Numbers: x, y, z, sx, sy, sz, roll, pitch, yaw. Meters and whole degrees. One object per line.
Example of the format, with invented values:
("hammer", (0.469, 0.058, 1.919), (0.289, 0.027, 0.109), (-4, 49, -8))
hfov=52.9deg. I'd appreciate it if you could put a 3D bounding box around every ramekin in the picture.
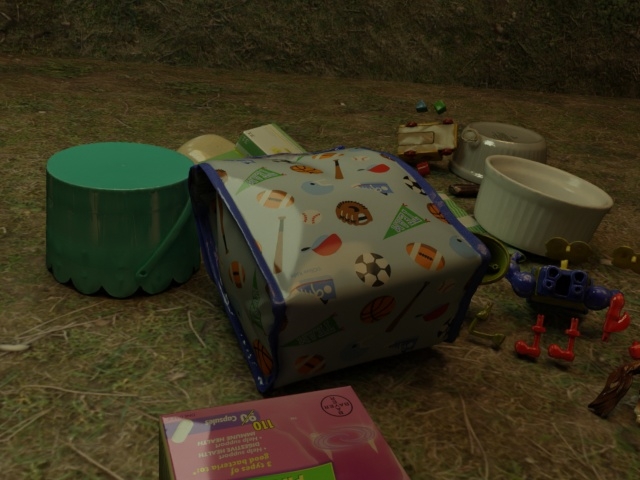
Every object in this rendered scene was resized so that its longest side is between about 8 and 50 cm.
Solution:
("ramekin", (0.471, -0.073, 1.397), (0.277, 0.135, 0.277), (13, 24, -6))
("ramekin", (0.509, -0.245, 1.814), (0.273, 0.127, 0.273), (6, 25, -3))

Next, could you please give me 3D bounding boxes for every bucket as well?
("bucket", (-0.336, -0.048, 1.109), (0.281, 0.183, 0.281), (6, 26, -3))

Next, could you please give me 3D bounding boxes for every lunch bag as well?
("lunch bag", (0.000, 0.000, 0.981), (0.328, 0.238, 0.385), (-10, 47, -25))

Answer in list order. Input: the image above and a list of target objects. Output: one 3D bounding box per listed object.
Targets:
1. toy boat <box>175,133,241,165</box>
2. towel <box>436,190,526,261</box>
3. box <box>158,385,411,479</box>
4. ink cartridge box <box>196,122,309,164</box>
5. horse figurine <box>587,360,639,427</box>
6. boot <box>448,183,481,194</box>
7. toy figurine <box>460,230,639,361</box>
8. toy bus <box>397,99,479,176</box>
("toy boat", (-0.159, -0.122, 1.369), (0.267, 0.148, 0.318), (39, 33, 5))
("towel", (0.250, -0.032, 1.402), (0.248, 0.038, 0.325), (-3, 27, -22))
("box", (-0.028, 0.268, 0.602), (0.214, 0.117, 0.243), (-3, 28, -21))
("ink cartridge box", (-0.103, -0.141, 1.259), (0.171, 0.056, 0.235), (43, 32, 10))
("horse figurine", (0.514, 0.223, 0.880), (0.263, 0.066, 0.174), (16, 42, 16))
("boot", (0.388, -0.122, 1.627), (0.114, 0.037, 0.106), (4, 12, -15))
("toy figurine", (0.376, 0.102, 1.099), (0.363, 0.191, 0.217), (8, -6, 19))
("toy bus", (0.313, -0.271, 1.795), (0.202, 0.191, 0.104), (48, 4, 23))
